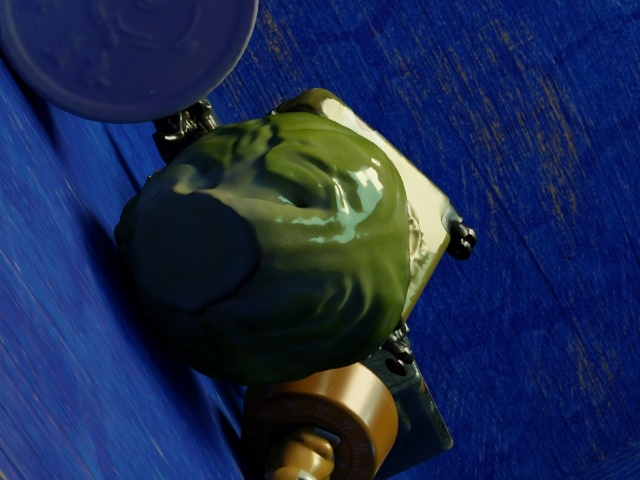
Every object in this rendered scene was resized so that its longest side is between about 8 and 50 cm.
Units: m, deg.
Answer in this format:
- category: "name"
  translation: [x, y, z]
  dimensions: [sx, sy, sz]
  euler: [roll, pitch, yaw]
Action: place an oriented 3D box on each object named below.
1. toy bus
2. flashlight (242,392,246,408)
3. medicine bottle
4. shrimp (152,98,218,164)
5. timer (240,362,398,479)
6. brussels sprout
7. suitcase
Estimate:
- category: "toy bus"
  translation: [0.037, 0.155, 2.268]
  dimensions: [0.323, 0.162, 0.194]
  euler: [62, 4, -68]
- category: "flashlight"
  translation: [-0.001, 0.202, 1.832]
  dimensions: [0.232, 0.093, 0.093]
  euler: [65, -1, -52]
- category: "medicine bottle"
  translation: [-0.174, -0.248, 1.630]
  dimensions: [0.212, 0.212, 0.325]
  euler: [61, 3, -26]
- category: "shrimp"
  translation: [-0.098, -0.021, 1.954]
  dimensions: [0.289, 0.075, 0.178]
  euler: [54, -29, -7]
- category: "timer"
  translation: [-0.014, 0.182, 1.615]
  dimensions: [0.132, 0.132, 0.152]
  euler: [61, 25, -24]
- category: "brussels sprout"
  translation: [-0.041, 0.009, 1.531]
  dimensions: [0.244, 0.244, 0.244]
  euler: [62, 2, -4]
- category: "suitcase"
  translation: [0.000, 0.000, 1.795]
  dimensions: [0.235, 0.194, 0.143]
  euler: [42, -37, -14]
